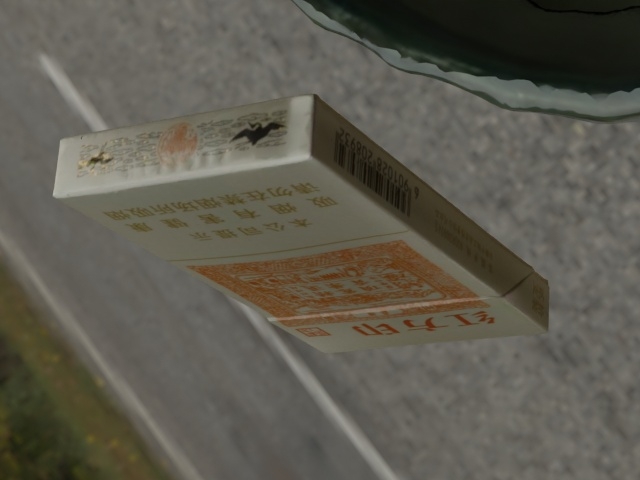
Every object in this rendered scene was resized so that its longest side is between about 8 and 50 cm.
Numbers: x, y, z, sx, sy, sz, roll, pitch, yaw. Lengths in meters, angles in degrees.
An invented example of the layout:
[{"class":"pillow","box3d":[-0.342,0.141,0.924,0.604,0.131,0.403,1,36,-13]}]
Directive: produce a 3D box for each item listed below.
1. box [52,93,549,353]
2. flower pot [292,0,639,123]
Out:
[{"class":"box","box3d":[0.000,0.001,1.337,0.205,0.051,0.365,-8,157,29]},{"class":"flower pot","box3d":[0.039,-0.135,0.389,0.243,0.157,0.189,41,152,-4]}]
